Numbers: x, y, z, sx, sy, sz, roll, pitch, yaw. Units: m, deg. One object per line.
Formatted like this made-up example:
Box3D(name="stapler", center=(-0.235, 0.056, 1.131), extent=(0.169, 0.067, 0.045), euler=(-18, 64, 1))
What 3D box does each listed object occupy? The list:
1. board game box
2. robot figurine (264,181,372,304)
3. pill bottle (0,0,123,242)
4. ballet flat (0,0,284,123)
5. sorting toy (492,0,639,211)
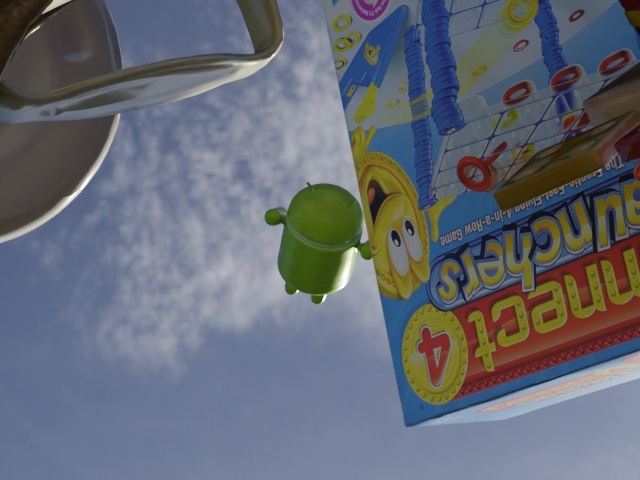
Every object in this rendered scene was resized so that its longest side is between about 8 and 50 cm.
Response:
Box3D(name="board game box", center=(0.144, -0.074, 0.907), extent=(0.086, 0.302, 0.308), euler=(1, -18, -38))
Box3D(name="robot figurine", center=(0.000, 0.000, 1.372), extent=(0.101, 0.067, 0.115), euler=(20, -46, 8))
Box3D(name="pill bottle", center=(-0.206, -0.071, 0.840), extent=(0.160, 0.283, 0.160), euler=(1, -92, -18))
Box3D(name="ballet flat", center=(-0.041, -0.124, 0.580), extent=(0.124, 0.342, 0.116), euler=(53, -34, -3))
Box3D(name="sorting toy", center=(0.171, -0.101, 0.620), extent=(0.274, 0.132, 0.046), euler=(-35, -82, -28))
